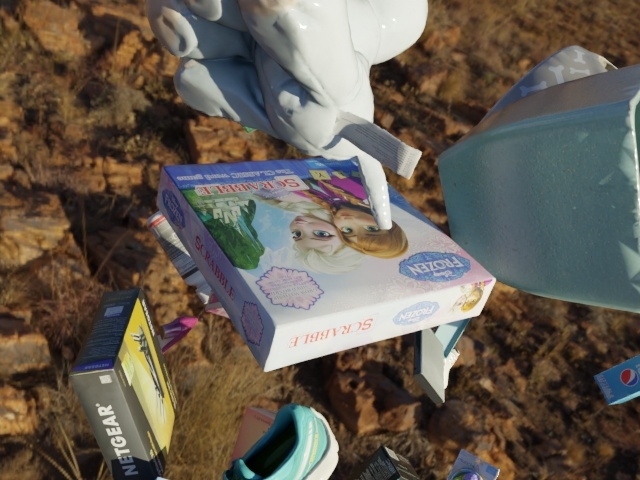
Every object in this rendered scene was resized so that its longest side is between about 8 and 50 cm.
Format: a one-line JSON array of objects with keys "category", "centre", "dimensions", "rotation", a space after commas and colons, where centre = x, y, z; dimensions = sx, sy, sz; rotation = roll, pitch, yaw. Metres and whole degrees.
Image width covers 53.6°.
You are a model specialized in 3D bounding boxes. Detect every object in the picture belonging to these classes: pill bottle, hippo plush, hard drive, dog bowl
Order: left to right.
[{"category": "pill bottle", "centre": [-0.348, 0.024, 1.787], "dimensions": [0.283, 0.161, 0.161], "rotation": [57, 43, -4]}, {"category": "hippo plush", "centre": [0.013, -0.217, 0.592], "dimensions": [0.294, 0.234, 0.236], "rotation": [31, 66, 9]}, {"category": "hard drive", "centre": [0.208, 0.230, 1.213], "dimensions": [0.094, 0.022, 0.135], "rotation": [51, 30, -29]}, {"category": "dog bowl", "centre": [0.396, -0.206, 1.169], "dimensions": [0.349, 0.349, 0.102], "rotation": [-25, 67, -43]}]

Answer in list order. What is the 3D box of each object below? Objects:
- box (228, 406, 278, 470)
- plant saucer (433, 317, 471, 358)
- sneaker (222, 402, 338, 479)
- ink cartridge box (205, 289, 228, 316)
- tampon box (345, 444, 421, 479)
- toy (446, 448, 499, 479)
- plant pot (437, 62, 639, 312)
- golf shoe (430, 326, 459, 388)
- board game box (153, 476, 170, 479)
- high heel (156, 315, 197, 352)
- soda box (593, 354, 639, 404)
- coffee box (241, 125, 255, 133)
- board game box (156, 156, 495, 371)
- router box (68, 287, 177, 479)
[{"category": "box", "centre": [-0.110, 0.503, 1.390], "dimensions": [0.127, 0.232, 0.148], "rotation": [24, -12, -38]}, {"category": "plant saucer", "centre": [0.327, 0.199, 1.553], "dimensions": [0.067, 0.192, 0.018], "rotation": [24, 13, -19]}, {"category": "sneaker", "centre": [-0.095, 0.319, 0.785], "dimensions": [0.107, 0.110, 0.275], "rotation": [21, 63, 42]}, {"category": "ink cartridge box", "centre": [-0.138, 0.149, 1.444], "dimensions": [0.176, 0.371, 0.069], "rotation": [20, 73, -18]}, {"category": "tampon box", "centre": [0.147, 0.601, 1.533], "dimensions": [0.120, 0.161, 0.101], "rotation": [39, 9, -37]}, {"category": "toy", "centre": [0.453, 0.800, 2.009], "dimensions": [0.137, 0.056, 0.237], "rotation": [23, 79, 31]}, {"category": "plant pot", "centre": [0.303, -0.072, 0.833], "dimensions": [0.252, 0.247, 0.248], "rotation": [-1, 24, 36]}, {"category": "golf shoe", "centre": [0.358, 0.343, 1.831], "dimensions": [0.086, 0.186, 0.067], "rotation": [-1, 3, 33]}, {"category": "board game box", "centre": [-0.268, 0.507, 1.177], "dimensions": [0.160, 0.211, 0.039], "rotation": [25, 46, -19]}, {"category": "high heel", "centre": [-0.478, 0.307, 2.034], "dimensions": [0.117, 0.244, 0.082], "rotation": [-13, 65, -34]}, {"category": "soda box", "centre": [0.682, 0.267, 1.305], "dimensions": [0.071, 0.210, 0.067], "rotation": [11, 51, -44]}, {"category": "coffee box", "centre": [-0.117, -0.319, 1.371], "dimensions": [0.113, 0.184, 0.040], "rotation": [52, 31, -29]}, {"category": "board game box", "centre": [0.000, 0.000, 0.803], "dimensions": [0.319, 0.066, 0.318], "rotation": [-9, 40, -34]}, {"category": "router box", "centre": [-0.360, 0.284, 1.206], "dimensions": [0.081, 0.309, 0.243], "rotation": [-8, 31, 1]}]
